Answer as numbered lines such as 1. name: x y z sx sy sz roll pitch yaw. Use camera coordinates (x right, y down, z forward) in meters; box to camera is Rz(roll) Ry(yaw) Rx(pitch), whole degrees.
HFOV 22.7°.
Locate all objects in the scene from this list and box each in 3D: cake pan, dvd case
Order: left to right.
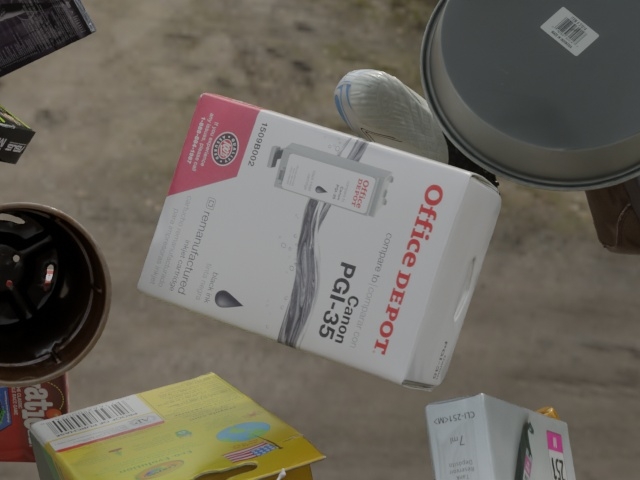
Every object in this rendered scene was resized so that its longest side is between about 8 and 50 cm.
1. dvd case: -0.407 -0.296 2.012 0.221 0.164 0.018 -20 17 29
2. cake pan: 0.245 -0.191 1.587 0.293 0.054 0.293 -2 66 4

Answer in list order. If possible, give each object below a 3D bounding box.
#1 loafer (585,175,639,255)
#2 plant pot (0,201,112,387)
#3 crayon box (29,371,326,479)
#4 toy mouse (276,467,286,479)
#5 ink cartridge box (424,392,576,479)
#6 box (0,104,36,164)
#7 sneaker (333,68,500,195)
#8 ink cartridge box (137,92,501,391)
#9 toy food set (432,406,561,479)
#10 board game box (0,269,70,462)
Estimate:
1. loafer: 0.307 -0.141 1.820 0.134 0.365 0.130 -12 -11 -45
2. plant pot: -0.291 0.039 1.485 0.167 0.167 0.165 -1 8 -17
3. crayon box: -0.135 0.216 1.462 0.202 0.081 0.318 -14 12 -18
4. toy mouse: -0.018 0.233 1.049 0.143 0.031 0.161 19 65 2
5. ink cartridge box: 0.177 0.271 1.422 0.060 0.238 0.275 -14 -17 21
6. box: -0.374 -0.142 1.425 0.191 0.045 0.184 36 6 15
7. sneaker: 0.113 -0.111 1.817 0.237 0.085 0.086 42 -5 -18
8. ink cartridge box: 0.000 0.000 1.494 0.283 0.207 0.117 18 -1 21
9. toy food set: 0.205 0.303 1.905 0.232 0.104 0.111 -30 9 2
10. board game box: -0.359 0.146 1.801 0.145 0.281 0.027 1 39 -2
